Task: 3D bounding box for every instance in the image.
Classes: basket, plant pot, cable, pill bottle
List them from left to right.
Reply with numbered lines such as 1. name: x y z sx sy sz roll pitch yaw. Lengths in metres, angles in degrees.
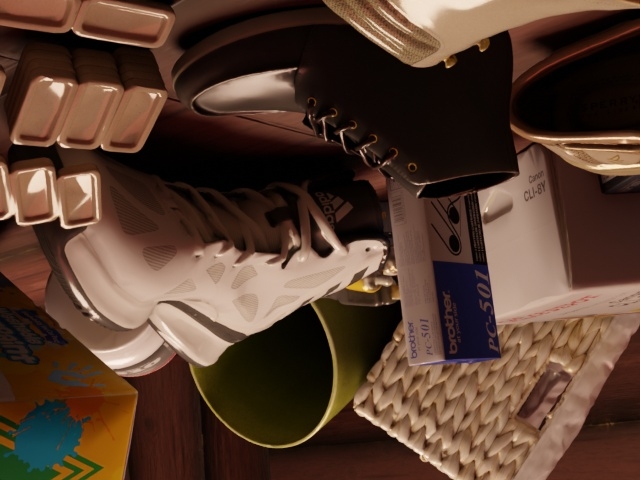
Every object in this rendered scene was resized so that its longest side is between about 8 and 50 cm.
1. pill bottle: -0.265 0.092 1.265 0.161 0.161 0.283 -5 169 -4
2. plant pot: -0.004 0.130 1.457 0.274 0.275 0.293 -14 -177 38
3. cable: 0.021 0.037 1.186 0.287 0.072 0.139 1 -166 43
4. basket: 0.241 0.177 1.379 0.266 0.328 0.331 32 177 11

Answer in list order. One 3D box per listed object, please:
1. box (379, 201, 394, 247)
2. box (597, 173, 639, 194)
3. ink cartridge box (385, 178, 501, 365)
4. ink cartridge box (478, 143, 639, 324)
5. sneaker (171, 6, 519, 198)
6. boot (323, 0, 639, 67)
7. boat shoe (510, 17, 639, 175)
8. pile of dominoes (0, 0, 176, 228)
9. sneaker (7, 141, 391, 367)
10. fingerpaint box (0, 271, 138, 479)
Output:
1. box: 0.000 0.000 1.203 0.231 0.056 0.183 -2 169 -17
2. box: 0.375 -0.102 0.836 0.183 0.059 0.233 -4 167 -15
3. ink cartridge box: 0.118 0.015 0.935 0.046 0.207 0.097 -15 165 41
4. ink cartridge box: 0.378 -0.006 1.084 0.384 0.160 0.279 -3 168 -13
5. sneaker: 0.015 -0.080 0.613 0.222 0.118 0.083 -7 169 8
6. boot: 0.122 -0.137 0.490 0.213 0.077 0.165 8 163 -34
7. boat shoe: 0.278 -0.106 0.610 0.110 0.122 0.341 4 167 -45
8. pile of dominoes: -0.220 -0.088 0.571 0.251 0.040 0.196 2 139 -35
9. sneaker: -0.084 -0.028 0.891 0.257 0.169 0.447 -27 159 4
10. fingerpaint box: -0.453 0.147 0.963 0.371 0.163 0.445 2 -165 -39
